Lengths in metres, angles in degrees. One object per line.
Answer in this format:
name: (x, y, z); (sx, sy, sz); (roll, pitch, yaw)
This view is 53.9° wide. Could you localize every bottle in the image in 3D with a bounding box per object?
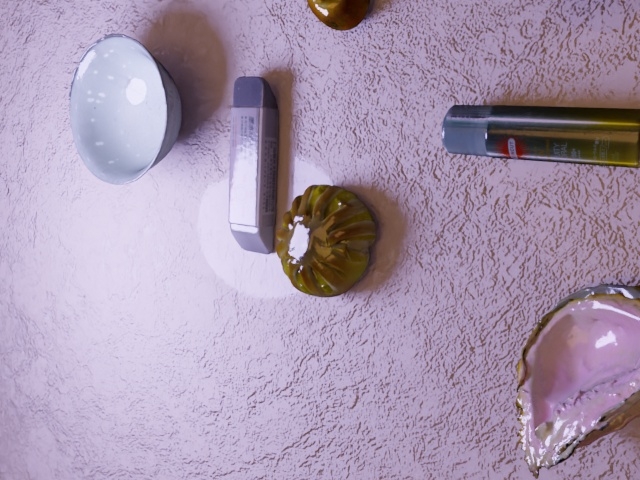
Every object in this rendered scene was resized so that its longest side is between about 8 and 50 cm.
bottle: (0.326, -0.159, 0.935); (0.286, 0.082, 0.082); (10, 101, 33)

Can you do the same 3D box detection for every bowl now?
bowl: (-0.392, -0.278, 1.369); (0.313, 0.146, 0.313); (5, 99, 34)

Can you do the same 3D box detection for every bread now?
bread: (0.000, 0.000, 1.162); (0.213, 0.104, 0.213); (5, 98, 37)

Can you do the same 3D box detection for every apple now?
apple: (0.027, -0.423, 1.096); (0.099, 0.102, 0.114); (-18, 86, 33)

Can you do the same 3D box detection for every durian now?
durian: (0.389, 0.168, 0.895); (0.305, 0.185, 0.196); (-51, 49, 23)

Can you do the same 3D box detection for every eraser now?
eraser: (-0.135, -0.147, 1.262); (0.089, 0.061, 0.352); (9, 100, 34)
